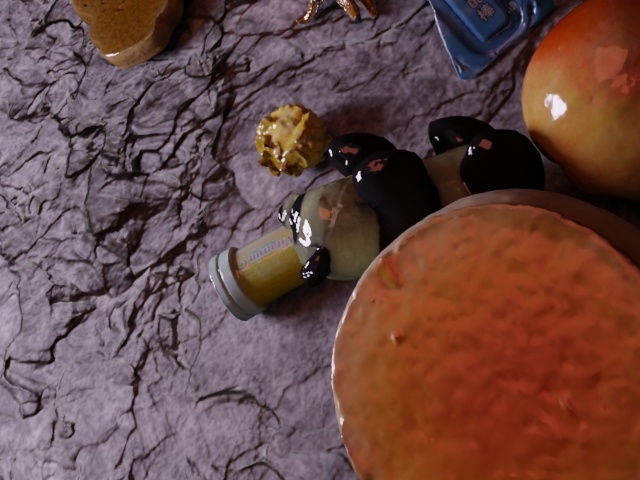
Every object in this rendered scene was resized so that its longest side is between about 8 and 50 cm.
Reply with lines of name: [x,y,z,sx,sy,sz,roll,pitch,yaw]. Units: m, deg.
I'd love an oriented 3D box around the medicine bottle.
medicine bottle: [0.000,0.000,1.184,0.218,0.074,0.074,-28,54,16]

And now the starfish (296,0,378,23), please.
starfish: [0.022,-0.298,1.339,0.133,0.041,0.130,15,74,37]

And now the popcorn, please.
popcorn: [-0.029,-0.101,1.262,0.082,0.057,0.083,-9,58,22]

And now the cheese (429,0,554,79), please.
cheese: [0.108,-0.282,1.185,0.135,0.052,0.244,-40,96,14]

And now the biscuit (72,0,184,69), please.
biscuit: [-0.239,-0.347,1.532,0.183,0.047,0.319,-39,51,6]

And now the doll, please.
doll: [0.082,-0.030,1.055,0.234,0.135,0.143,-7,13,-8]

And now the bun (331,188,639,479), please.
bun: [0.160,0.113,0.955,0.299,0.165,0.298,-4,81,25]

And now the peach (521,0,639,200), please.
peach: [0.258,-0.119,1.011,0.184,0.184,0.184,-15,59,27]
